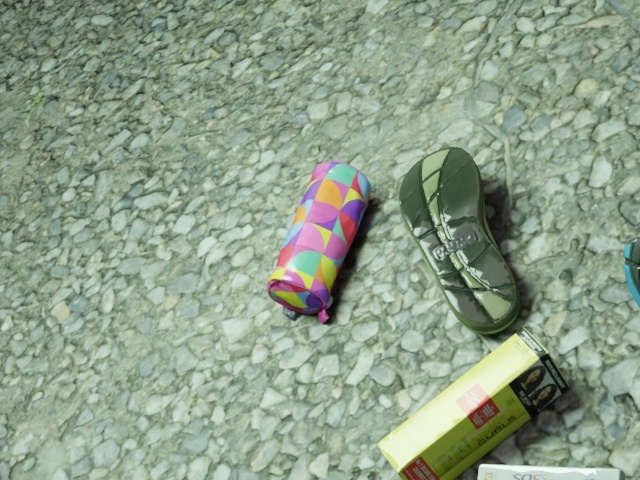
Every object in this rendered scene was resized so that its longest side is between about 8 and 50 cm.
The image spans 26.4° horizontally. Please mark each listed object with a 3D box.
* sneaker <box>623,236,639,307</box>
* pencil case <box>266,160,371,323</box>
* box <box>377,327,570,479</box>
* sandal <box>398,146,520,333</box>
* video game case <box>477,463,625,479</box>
[{"bbox_3d":[0.501,0.060,1.557,0.139,0.125,0.341,-26,30,-32],"label":"sneaker"},{"bbox_3d":[0.000,0.000,1.985,0.104,0.104,0.236,-1,55,34],"label":"pencil case"},{"bbox_3d":[0.187,0.214,1.669,0.232,0.087,0.058,-37,42,-2],"label":"box"},{"bbox_3d":[0.189,0.005,1.867,0.120,0.086,0.303,-21,58,9],"label":"sandal"},{"bbox_3d":[0.247,0.346,1.523,0.173,0.022,0.190,-4,66,32],"label":"video game case"}]
